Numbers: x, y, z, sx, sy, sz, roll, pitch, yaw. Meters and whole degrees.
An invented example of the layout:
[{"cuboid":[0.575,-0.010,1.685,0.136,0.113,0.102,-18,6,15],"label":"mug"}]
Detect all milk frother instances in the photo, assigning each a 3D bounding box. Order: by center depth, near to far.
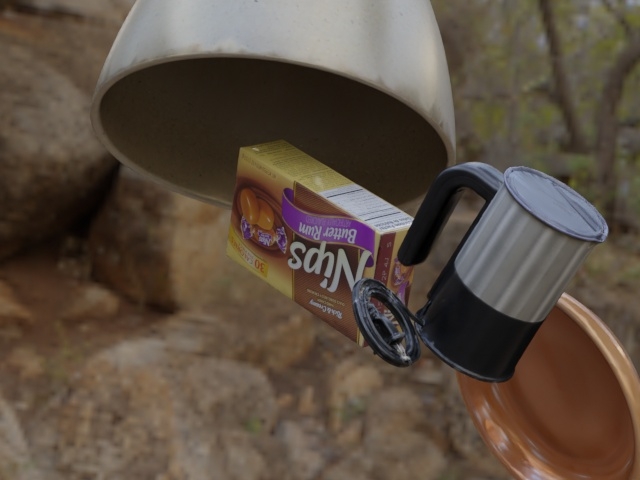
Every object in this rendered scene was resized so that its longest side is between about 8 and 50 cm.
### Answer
[{"cuboid":[0.106,0.023,1.184,0.129,0.135,0.143,32,25,6],"label":"milk frother"}]

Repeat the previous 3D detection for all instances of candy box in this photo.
[{"cuboid":[0.000,0.000,1.454,0.053,0.109,0.186,-13,34,-38],"label":"candy box"}]

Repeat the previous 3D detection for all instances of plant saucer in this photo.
[{"cuboid":[0.182,0.117,1.323,0.037,0.200,0.200,-25,12,-31],"label":"plant saucer"}]

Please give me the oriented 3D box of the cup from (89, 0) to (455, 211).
[{"cuboid":[-0.028,-0.190,1.571,0.331,0.237,0.331,7,-23,3],"label":"cup"}]
